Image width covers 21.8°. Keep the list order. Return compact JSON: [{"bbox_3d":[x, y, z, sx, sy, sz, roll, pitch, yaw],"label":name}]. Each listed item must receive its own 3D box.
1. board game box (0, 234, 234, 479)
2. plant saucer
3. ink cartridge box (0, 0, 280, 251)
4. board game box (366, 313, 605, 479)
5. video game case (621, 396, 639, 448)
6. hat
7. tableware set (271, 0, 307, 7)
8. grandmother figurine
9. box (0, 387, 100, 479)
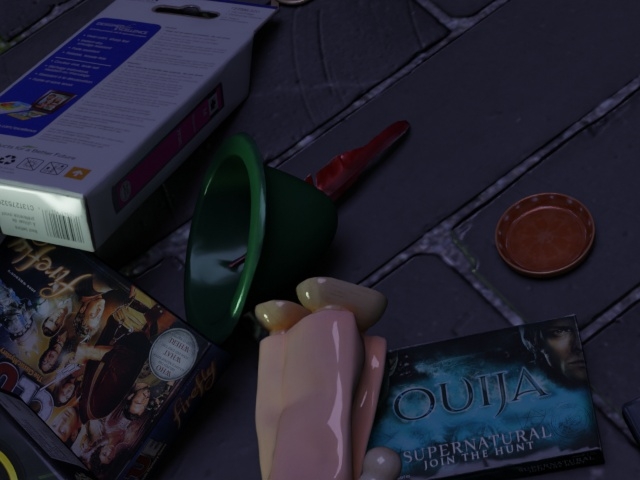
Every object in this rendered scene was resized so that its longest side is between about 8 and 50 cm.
[{"bbox_3d":[-0.208,0.099,1.390,0.243,0.042,0.165,33,87,33],"label":"board game box"},{"bbox_3d":[0.188,-0.003,1.393,0.083,0.013,0.083,-8,53,10],"label":"plant saucer"},{"bbox_3d":[-0.190,-0.122,1.518,0.175,0.069,0.371,10,38,23],"label":"ink cartridge box"},{"bbox_3d":[0.120,0.131,1.307,0.186,0.026,0.126,-12,53,8],"label":"board game box"},{"bbox_3d":[0.362,0.191,1.192,0.196,0.026,0.274,-23,51,0],"label":"video game case"},{"bbox_3d":[0.000,0.000,1.418,0.183,0.209,0.173,9,13,-23],"label":"hat"},{"bbox_3d":[0.008,-0.293,1.656,0.168,0.020,0.141,-12,54,7],"label":"tableware set"},{"bbox_3d":[-0.008,0.201,1.236,0.104,0.208,0.342,18,61,-22],"label":"grandmother figurine"},{"bbox_3d":[-0.208,0.335,1.132,0.395,0.097,0.318,41,90,24],"label":"box"}]
